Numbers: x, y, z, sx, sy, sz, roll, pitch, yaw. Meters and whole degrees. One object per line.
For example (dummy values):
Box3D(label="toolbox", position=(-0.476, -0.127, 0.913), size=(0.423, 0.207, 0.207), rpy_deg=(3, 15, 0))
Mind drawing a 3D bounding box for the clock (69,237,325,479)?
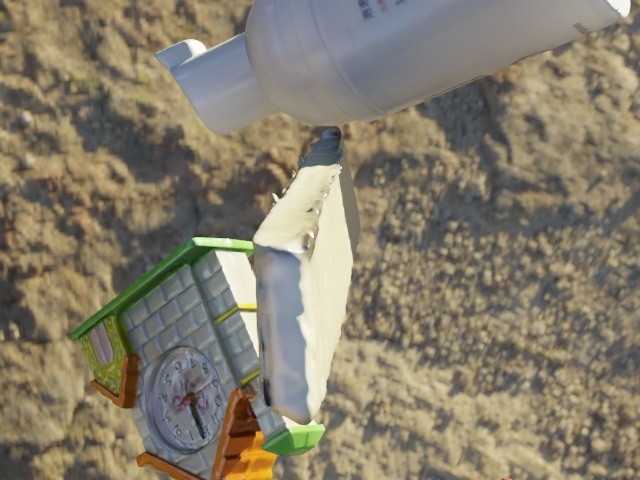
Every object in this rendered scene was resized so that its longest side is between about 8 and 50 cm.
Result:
Box3D(label="clock", position=(-0.133, 0.160, 1.449), size=(0.106, 0.220, 0.255), rpy_deg=(6, 54, -52))

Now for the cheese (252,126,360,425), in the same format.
Box3D(label="cheese", position=(-0.002, 0.002, 0.738), size=(0.034, 0.400, 0.085), rpy_deg=(-4, 102, 5))

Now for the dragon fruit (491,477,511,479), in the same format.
Box3D(label="dragon fruit", position=(0.290, 0.421, 1.742), size=(0.268, 0.205, 0.210), rpy_deg=(22, 30, -14))

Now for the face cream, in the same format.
Box3D(label="face cream", position=(0.038, -0.165, 1.010), size=(0.370, 0.145, 0.145), rpy_deg=(-21, 54, 28))
